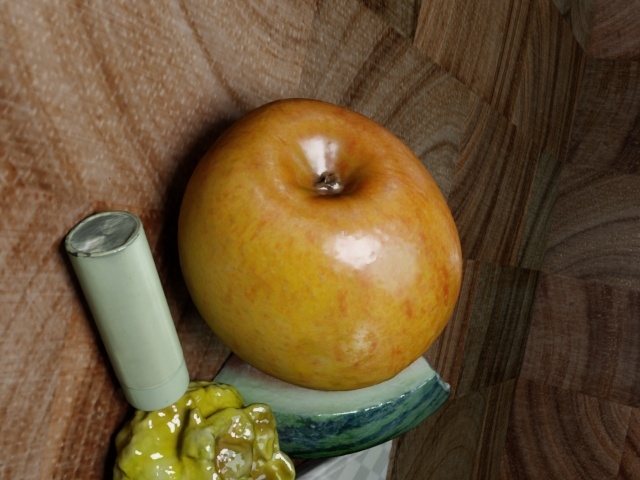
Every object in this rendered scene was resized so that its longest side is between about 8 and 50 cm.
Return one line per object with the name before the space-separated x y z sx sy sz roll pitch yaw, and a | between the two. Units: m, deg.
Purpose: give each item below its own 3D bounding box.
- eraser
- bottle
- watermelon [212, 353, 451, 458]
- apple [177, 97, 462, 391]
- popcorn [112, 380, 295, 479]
eraser | -0.014 0.417 1.270 0.397 0.082 0.213 -9 108 -62
bottle | -0.182 0.072 0.810 0.072 0.072 0.201 -51 143 -42
watermelon | 0.010 0.158 1.100 0.250 0.283 0.292 -20 94 -75
apple | 0.000 0.000 0.886 0.299 0.299 0.275 -59 158 -32
popcorn | -0.130 0.246 0.900 0.198 0.156 0.197 -16 112 -47
